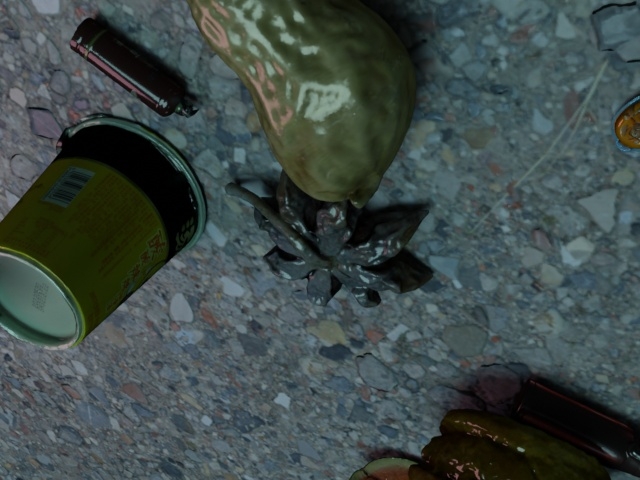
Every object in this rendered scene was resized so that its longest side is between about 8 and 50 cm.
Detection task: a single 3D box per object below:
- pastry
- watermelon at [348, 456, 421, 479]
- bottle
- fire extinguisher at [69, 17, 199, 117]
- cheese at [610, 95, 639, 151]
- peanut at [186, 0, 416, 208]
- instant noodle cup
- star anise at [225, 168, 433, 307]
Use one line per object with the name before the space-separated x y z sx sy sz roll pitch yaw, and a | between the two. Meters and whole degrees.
pastry | 0.235 0.293 1.030 0.240 0.132 0.235 22 168 36
watermelon | 0.121 0.341 1.209 0.163 0.087 0.069 16 103 18
bottle | 0.307 0.220 1.001 0.164 0.060 0.060 25 136 8
fire extinguisher | -0.202 -0.182 0.956 0.158 0.043 0.064 37 166 -3
cheese | 0.290 -0.117 0.747 0.047 0.017 0.111 27 136 3
peanut | -0.005 -0.170 0.784 0.159 0.143 0.291 -18 114 31
instant noodle cup | -0.279 -0.003 1.019 0.215 0.236 0.215 14 131 17
star anise | 0.000 0.000 0.972 0.262 0.081 0.230 23 146 7
